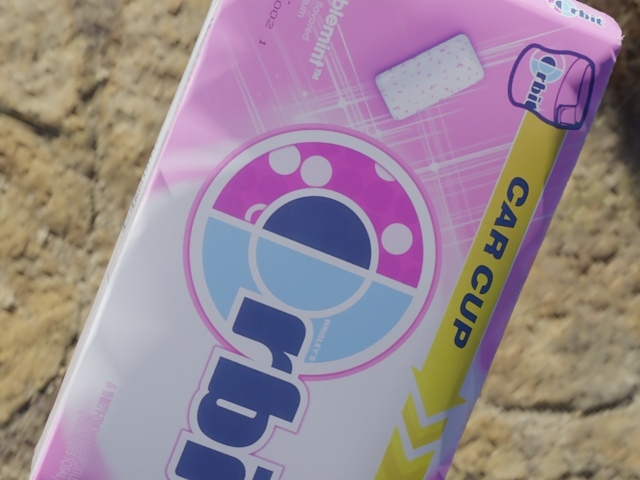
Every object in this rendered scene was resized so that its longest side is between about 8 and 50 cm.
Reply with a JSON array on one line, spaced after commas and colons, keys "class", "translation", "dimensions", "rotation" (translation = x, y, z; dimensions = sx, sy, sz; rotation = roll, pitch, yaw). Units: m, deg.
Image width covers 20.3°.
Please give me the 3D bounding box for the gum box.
[{"class": "gum box", "translation": [0.000, 0.000, 0.512], "dimensions": [0.107, 0.062, 0.188], "rotation": [21, 94, -8]}]
